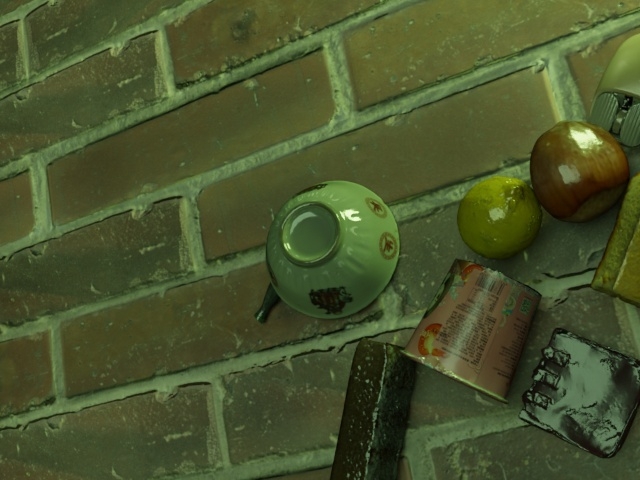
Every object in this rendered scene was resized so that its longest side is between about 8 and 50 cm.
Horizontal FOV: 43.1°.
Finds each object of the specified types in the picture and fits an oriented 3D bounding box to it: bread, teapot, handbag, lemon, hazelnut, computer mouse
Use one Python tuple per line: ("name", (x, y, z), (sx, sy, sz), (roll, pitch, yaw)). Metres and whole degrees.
("bread", (0.112, 0.422, 1.737), (0.113, 0.165, 0.417), (8, 86, 29))
("teapot", (-0.125, 0.147, 1.972), (0.043, 0.043, 0.111), (35, 100, 27))
("handbag", (0.520, 0.300, 1.606), (0.216, 0.074, 0.203), (22, 91, 29))
("bread", (0.649, -0.002, 1.538), (0.184, 0.114, 0.275), (22, 92, -11))
("lemon", (0.371, -0.049, 1.675), (0.173, 0.206, 0.173), (2, 65, -4))
("hazelnut", (0.512, -0.140, 1.606), (0.176, 0.214, 0.214), (-21, 71, 47))
("computer mouse", (0.641, -0.309, 1.644), (0.145, 0.082, 0.236), (28, 93, 27))

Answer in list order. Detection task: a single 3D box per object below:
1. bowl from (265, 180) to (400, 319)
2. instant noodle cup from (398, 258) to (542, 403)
("bowl", (0.000, 0.000, 1.846), (0.337, 0.157, 0.337), (-5, 73, 18))
("instant noodle cup", (0.312, 0.177, 1.648), (0.243, 0.243, 0.231), (22, 85, 28))
